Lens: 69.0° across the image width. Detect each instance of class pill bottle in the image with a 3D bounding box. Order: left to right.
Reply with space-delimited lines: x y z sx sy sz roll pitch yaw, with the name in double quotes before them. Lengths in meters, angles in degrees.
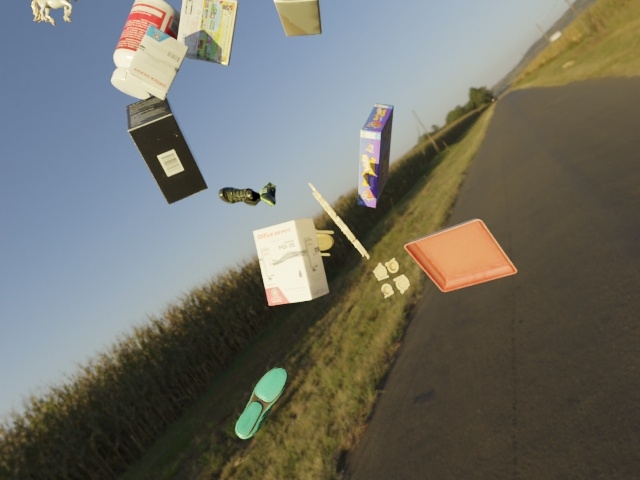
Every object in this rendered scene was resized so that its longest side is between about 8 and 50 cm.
"pill bottle" -0.787 -0.863 2.106 0.229 0.229 0.407 142 146 -78

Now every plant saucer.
"plant saucer" 0.441 0.043 1.470 0.259 0.259 0.047 -22 36 35

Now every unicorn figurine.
"unicorn figurine" -0.810 -0.732 1.444 0.162 0.111 0.060 -15 -4 -28

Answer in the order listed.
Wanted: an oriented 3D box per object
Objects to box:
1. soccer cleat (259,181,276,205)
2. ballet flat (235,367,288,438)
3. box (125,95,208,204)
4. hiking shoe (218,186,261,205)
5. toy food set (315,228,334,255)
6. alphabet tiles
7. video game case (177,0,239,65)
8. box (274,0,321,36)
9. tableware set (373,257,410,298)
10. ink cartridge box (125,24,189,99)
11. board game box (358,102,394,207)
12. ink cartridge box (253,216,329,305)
"soccer cleat" -0.205 -0.190 1.864 0.072 0.060 0.179 -54 25 9
"ballet flat" -0.188 0.523 1.506 0.247 0.083 0.087 -55 -16 -21
"box" -0.629 -0.381 1.904 0.179 0.343 0.312 -25 38 -9
"hiking shoe" -0.380 -0.227 2.257 0.227 0.086 0.114 4 -18 -39
"toy food set" 0.000 0.000 2.252 0.192 0.133 0.038 100 172 -49
"alphabet tiles" 0.058 -0.060 1.500 0.021 0.278 0.284 -39 36 3
"video game case" -0.418 -0.778 1.717 0.026 0.207 0.226 -46 -33 -79
"box" -0.062 -0.714 1.355 0.121 0.147 0.311 -3 6 3
"tableware set" 0.304 0.162 2.012 0.020 0.168 0.141 -3 -27 -49
"ink cartridge box" -0.551 -0.598 1.571 0.082 0.140 0.190 -4 63 62
"board game box" 0.225 -0.344 1.896 0.233 0.078 0.347 -63 -21 -45
"ink cartridge box" -0.109 0.075 1.671 0.207 0.282 0.117 -13 0 36
